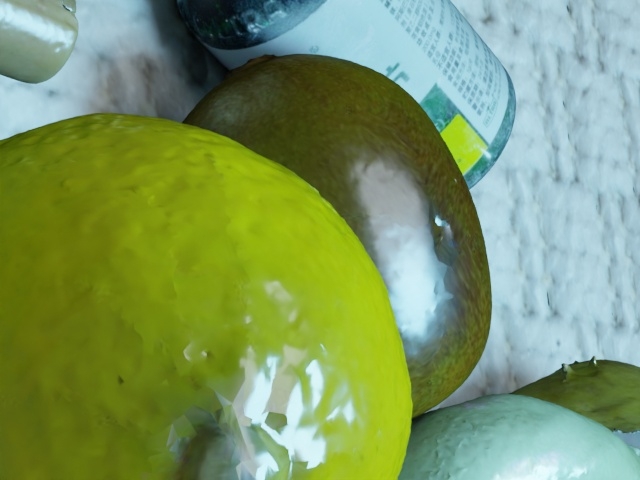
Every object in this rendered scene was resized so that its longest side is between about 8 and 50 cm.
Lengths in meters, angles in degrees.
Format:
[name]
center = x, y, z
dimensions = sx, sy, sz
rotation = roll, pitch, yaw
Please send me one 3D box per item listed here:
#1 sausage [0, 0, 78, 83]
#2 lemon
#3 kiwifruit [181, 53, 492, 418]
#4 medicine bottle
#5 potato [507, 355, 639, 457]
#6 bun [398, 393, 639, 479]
[sausage]
center = -0.242, -0.138, 0.955
dimensions = 0.301, 0.066, 0.066
rotation = 18, 63, -49
[lemon]
center = -0.092, 0.073, 0.924
dimensions = 0.293, 0.293, 0.293
rotation = 28, 56, -51
[kiwifruit]
center = 0.000, 0.000, 1.182
dimensions = 0.196, 0.196, 0.234
rotation = -20, 93, -58
[medicine bottle]
center = 0.003, -0.147, 1.286
dimensions = 0.293, 0.141, 0.141
rotation = 45, 43, -41
[potato]
center = 0.203, 0.192, 1.447
dimensions = 0.266, 0.229, 0.229
rotation = -25, 100, -73
[bun]
center = 0.080, 0.215, 1.237
dimensions = 0.283, 0.179, 0.283
rotation = -17, 118, -35
